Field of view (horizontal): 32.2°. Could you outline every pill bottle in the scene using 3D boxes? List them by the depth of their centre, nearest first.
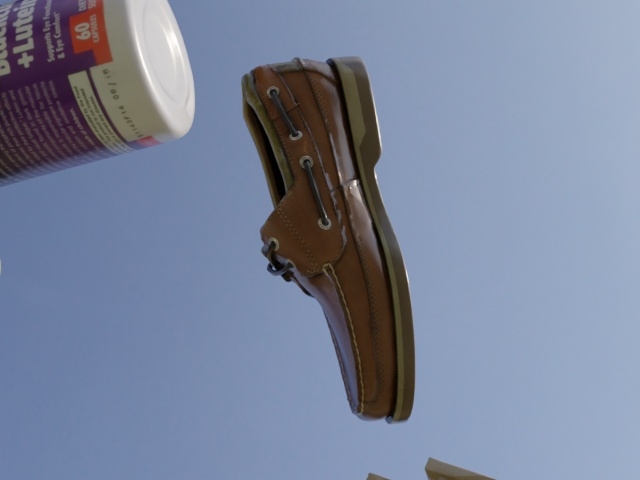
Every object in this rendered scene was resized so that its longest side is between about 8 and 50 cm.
[{"bbox_3d":[-0.186,-0.092,0.689,0.193,0.108,0.108,-14,-60,11],"label":"pill bottle"}]

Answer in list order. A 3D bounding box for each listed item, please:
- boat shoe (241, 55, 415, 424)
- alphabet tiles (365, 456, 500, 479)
[{"bbox_3d":[0.000,0.000,0.880,0.104,0.307,0.111,-5,-22,-14],"label":"boat shoe"},{"bbox_3d":[0.138,0.175,0.528,0.237,0.009,0.198,14,-33,27],"label":"alphabet tiles"}]
